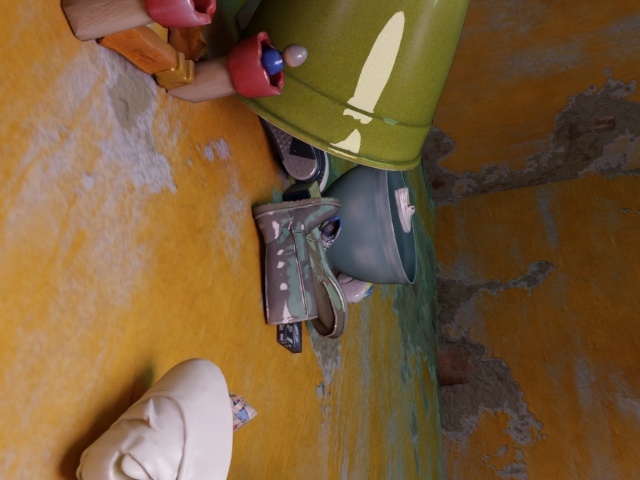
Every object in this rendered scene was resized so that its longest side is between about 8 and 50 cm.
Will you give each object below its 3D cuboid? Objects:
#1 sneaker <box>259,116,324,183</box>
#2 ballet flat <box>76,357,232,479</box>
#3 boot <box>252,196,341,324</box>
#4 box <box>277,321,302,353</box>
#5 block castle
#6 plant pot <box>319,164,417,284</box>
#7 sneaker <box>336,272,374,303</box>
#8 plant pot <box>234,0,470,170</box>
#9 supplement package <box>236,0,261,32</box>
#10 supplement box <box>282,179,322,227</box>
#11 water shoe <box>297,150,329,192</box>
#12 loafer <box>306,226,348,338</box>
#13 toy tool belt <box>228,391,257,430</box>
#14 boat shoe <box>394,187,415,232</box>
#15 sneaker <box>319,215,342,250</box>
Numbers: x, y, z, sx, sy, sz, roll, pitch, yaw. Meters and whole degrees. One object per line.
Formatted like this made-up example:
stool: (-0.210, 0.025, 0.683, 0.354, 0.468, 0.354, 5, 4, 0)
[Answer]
sneaker: (-0.057, -0.218, 1.315, 0.163, 0.086, 0.227, 5, 68, -82)
ballet flat: (-0.173, 0.264, 0.594, 0.139, 0.139, 0.401, 63, 28, -47)
boot: (-0.028, 0.034, 1.176, 0.076, 0.189, 0.209, -27, -104, 61)
box: (-0.056, 0.163, 1.213, 0.083, 0.018, 0.067, 53, 32, -59)
block castle: (-0.161, -0.429, 0.840, 0.303, 0.212, 0.454, 27, 56, -70)
plant pot: (0.092, -0.033, 1.504, 0.293, 0.196, 0.293, -9, 90, -74)
sneaker: (0.101, 0.110, 1.645, 0.240, 0.091, 0.126, -72, 149, -59)
plant pot: (0.076, -0.357, 1.045, 0.353, 0.366, 0.366, -63, 179, 25)
supplement package: (-0.081, -0.431, 1.299, 0.179, 0.105, 0.105, -77, 150, -53)
supplement box: (-0.031, -0.071, 1.355, 0.083, 0.056, 0.083, -59, 137, -66)
water shoe: (-0.012, -0.186, 1.455, 0.080, 0.072, 0.203, 43, 41, -68)
loafer: (-0.026, 0.080, 1.271, 0.087, 0.094, 0.251, -29, 101, -47)
toy tool belt: (-0.125, 0.234, 0.910, 0.051, 0.052, 0.083, 51, 8, 12)
boat shoe: (0.185, -0.066, 1.424, 0.035, 0.035, 0.100, -47, 125, -70)
sneaker: (0.000, 0.000, 1.342, 0.135, 0.052, 0.058, -56, -174, -19)
